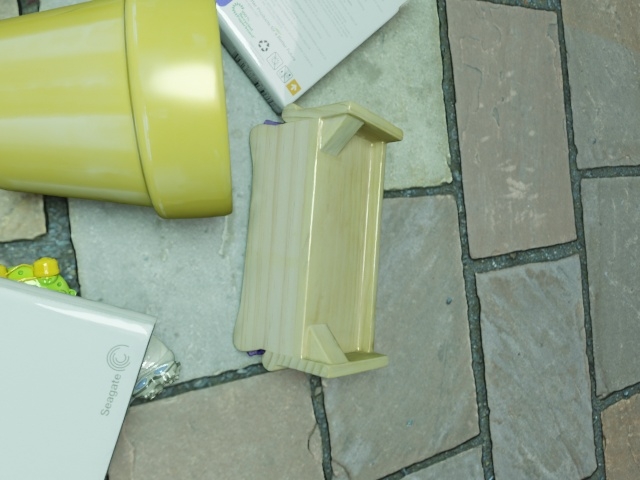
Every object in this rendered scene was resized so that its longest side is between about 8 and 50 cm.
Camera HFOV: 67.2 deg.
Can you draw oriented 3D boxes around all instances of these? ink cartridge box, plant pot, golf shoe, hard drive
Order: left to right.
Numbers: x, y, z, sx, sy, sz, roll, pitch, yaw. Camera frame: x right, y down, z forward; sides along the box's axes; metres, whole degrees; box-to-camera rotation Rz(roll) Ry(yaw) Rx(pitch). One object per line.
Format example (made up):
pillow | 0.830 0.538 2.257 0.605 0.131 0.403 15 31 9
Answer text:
hard drive | -0.376 0.145 0.480 0.352 0.047 0.233 18 92 -16
golf shoe | -0.265 0.184 0.593 0.176 0.069 0.086 -35 79 -23
plant pot | -0.225 -0.143 0.523 0.238 0.254 0.254 -6 92 -11
ink cartridge box | -0.040 -0.398 0.682 0.307 0.072 0.304 -44 108 -14

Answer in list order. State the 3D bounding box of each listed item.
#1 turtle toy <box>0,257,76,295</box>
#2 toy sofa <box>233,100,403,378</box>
turtle toy | -0.346 0.068 0.539 0.130 0.066 0.095 -7 98 -26
toy sofa | 0.000 0.000 0.692 0.150 0.177 0.363 8 85 -51
